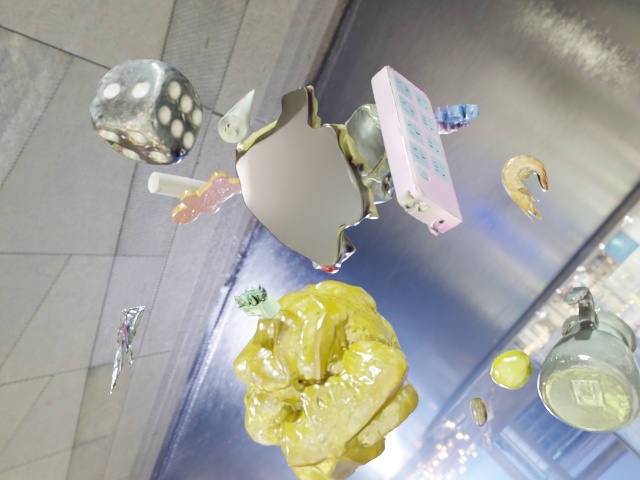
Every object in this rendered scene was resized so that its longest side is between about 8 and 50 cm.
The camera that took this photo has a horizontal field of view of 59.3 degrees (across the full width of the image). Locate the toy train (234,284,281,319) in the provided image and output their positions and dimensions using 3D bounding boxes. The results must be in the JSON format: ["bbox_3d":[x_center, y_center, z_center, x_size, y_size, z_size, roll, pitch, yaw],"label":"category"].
[{"bbox_3d":[-0.104,0.101,0.902,0.033,0.053,0.083,-45,-163,-33],"label":"toy train"}]

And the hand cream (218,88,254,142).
[{"bbox_3d":[-0.245,-0.362,1.631,0.124,0.078,0.341,-40,-156,16],"label":"hand cream"}]

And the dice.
[{"bbox_3d":[-0.388,-0.285,1.270,0.182,0.183,0.182,49,50,-61],"label":"dice"}]

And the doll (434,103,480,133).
[{"bbox_3d":[0.316,-0.292,1.338,0.109,0.067,0.206,-1,180,-10],"label":"doll"}]

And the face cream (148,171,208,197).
[{"bbox_3d":[-0.491,-0.190,2.035,0.250,0.077,0.077,9,124,-46],"label":"face cream"}]

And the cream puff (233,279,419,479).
[{"bbox_3d":[0.009,0.220,0.945,0.323,0.274,0.270,-50,-162,-14],"label":"cream puff"}]

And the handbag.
[{"bbox_3d":[0.180,-0.277,1.879,0.240,0.247,0.341,-5,141,-40],"label":"handbag"}]

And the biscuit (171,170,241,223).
[{"bbox_3d":[-0.364,-0.131,1.749,0.250,0.036,0.165,-34,155,18],"label":"biscuit"}]

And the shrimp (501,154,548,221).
[{"bbox_3d":[0.471,-0.121,1.265,0.095,0.162,0.045,-39,-166,-6],"label":"shrimp"}]

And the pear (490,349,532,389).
[{"bbox_3d":[0.446,0.299,1.303,0.092,0.092,0.097,-21,154,-46],"label":"pear"}]

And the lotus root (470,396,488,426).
[{"bbox_3d":[0.552,0.595,1.950,0.054,0.099,0.049,6,157,-31],"label":"lotus root"}]

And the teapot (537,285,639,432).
[{"bbox_3d":[0.642,0.268,1.379,0.223,0.305,0.285,-45,179,42],"label":"teapot"}]

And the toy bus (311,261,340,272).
[{"bbox_3d":[0.000,0.000,1.582,0.081,0.195,0.089,12,127,-47],"label":"toy bus"}]

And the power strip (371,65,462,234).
[{"bbox_3d":[0.136,-0.138,0.816,0.109,0.279,0.037,25,135,-36],"label":"power strip"}]

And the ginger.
[{"bbox_3d":[-0.004,-0.169,1.299,0.211,0.413,0.358,-26,160,-46],"label":"ginger"}]

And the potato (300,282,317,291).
[{"bbox_3d":[0.018,0.271,1.675,0.242,0.242,0.286,-4,117,-59],"label":"potato"}]

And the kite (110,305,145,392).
[{"bbox_3d":[-0.576,0.293,1.669,0.323,0.013,0.268,-83,-179,-45],"label":"kite"}]
